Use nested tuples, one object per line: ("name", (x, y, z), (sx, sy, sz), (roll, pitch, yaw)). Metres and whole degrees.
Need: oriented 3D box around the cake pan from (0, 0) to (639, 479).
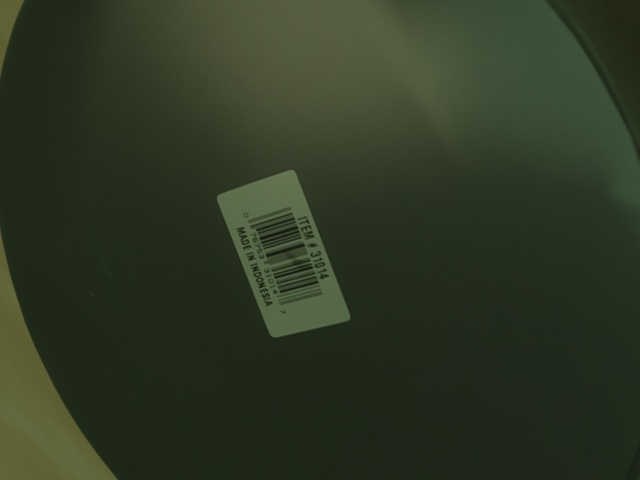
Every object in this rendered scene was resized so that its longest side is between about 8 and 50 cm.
("cake pan", (0.000, 0.000, 0.390), (0.293, 0.054, 0.293), (13, 114, 31))
